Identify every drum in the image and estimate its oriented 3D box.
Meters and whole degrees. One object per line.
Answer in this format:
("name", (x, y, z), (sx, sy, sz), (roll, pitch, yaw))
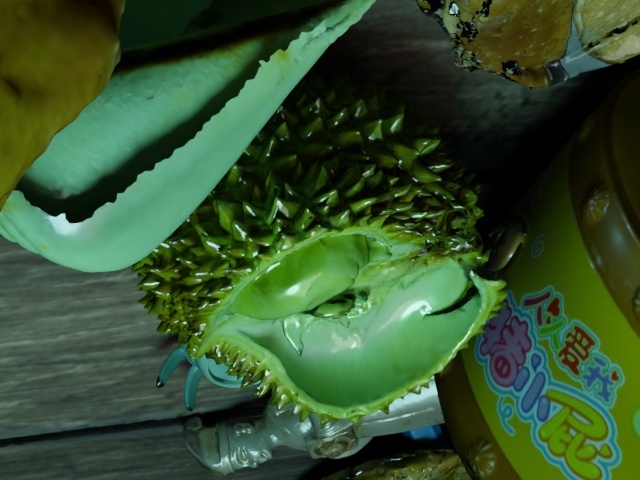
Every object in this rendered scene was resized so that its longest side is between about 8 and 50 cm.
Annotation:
("drum", (0.296, 0.091, 1.281), (0.431, 0.431, 0.214), (5, 135, -39))

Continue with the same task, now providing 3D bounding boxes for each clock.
("clock", (-0.052, 0.065, 1.331), (0.135, 0.041, 0.101), (-33, 146, 7))

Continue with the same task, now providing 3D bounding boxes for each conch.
("conch", (-0.096, -0.096, 1.021), (0.250, 0.143, 0.137), (-51, 171, 7))

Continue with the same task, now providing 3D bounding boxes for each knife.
("knife", (0.061, 0.116, 1.498), (0.044, 0.026, 0.296), (-25, 149, 0))

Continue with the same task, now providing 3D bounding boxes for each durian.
("durian", (-0.003, -0.002, 1.159), (0.200, 0.176, 0.237), (-37, 141, 30))

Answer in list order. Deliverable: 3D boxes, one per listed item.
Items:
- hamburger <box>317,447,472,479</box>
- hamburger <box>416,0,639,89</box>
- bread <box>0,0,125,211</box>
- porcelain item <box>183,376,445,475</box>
("hamburger", (0.074, 0.286, 1.595), (0.244, 0.163, 0.244), (-13, 148, -9))
("hamburger", (0.156, -0.185, 1.094), (0.231, 0.107, 0.231), (-23, 148, -15))
("bread", (-0.261, -0.122, 0.650), (0.398, 0.398, 0.215), (-11, 156, -24))
("porcelain item", (0.005, 0.131, 1.420), (0.213, 0.054, 0.084), (-16, 147, 2))
